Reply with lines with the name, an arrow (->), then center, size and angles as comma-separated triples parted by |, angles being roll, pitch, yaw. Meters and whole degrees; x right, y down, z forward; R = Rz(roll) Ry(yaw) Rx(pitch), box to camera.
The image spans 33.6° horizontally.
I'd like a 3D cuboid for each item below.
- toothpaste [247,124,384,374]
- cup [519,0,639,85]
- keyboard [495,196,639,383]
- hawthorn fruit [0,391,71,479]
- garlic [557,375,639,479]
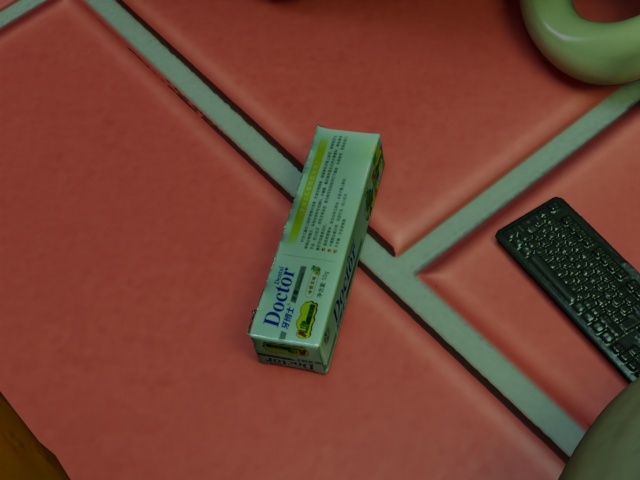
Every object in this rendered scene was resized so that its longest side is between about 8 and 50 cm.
toothpaste -> 0.000, 0.000, 0.654 | 0.046, 0.034, 0.164 | 7, 57, 14
cup -> 0.273, -0.203, 0.702 | 0.173, 0.255, 0.202 | 16, 48, -32
keyboard -> 0.167, 0.034, 0.616 | 0.053, 0.010, 0.155 | -30, 55, -13
hawthorn fruit -> -0.259, 0.193, 0.319 | 0.472, 0.471, 0.471 | -5, 55, 7
garlic -> 0.209, 0.141, 0.395 | 0.246, 0.231, 0.340 | 12, 57, 6
